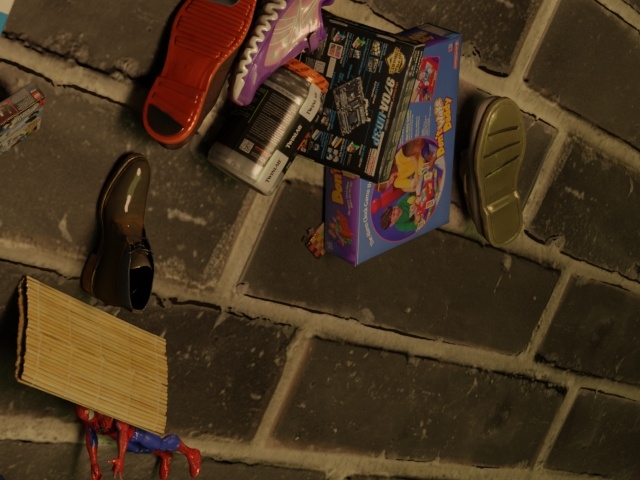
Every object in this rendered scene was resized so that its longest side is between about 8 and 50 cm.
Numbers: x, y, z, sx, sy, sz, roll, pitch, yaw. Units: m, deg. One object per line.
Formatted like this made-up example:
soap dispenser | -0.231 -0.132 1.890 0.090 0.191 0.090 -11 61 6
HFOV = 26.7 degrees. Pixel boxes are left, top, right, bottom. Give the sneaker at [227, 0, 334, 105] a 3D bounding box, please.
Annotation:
sneaker | -0.049 -0.288 1.905 0.104 0.095 0.236 29 79 -14

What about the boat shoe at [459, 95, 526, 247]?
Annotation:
boat shoe | 0.296 -0.132 2.418 0.113 0.103 0.302 -21 129 -23

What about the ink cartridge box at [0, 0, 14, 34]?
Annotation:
ink cartridge box | -0.418 -0.348 1.446 0.171 0.168 0.233 16 100 -51

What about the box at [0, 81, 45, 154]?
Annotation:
box | -0.404 -0.132 1.667 0.137 0.027 0.094 -39 174 -26

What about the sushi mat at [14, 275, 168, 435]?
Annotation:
sushi mat | -0.319 0.170 1.926 0.316 0.019 0.151 34 47 -51

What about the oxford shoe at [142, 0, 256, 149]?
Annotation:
oxford shoe | -0.165 -0.252 1.870 0.271 0.097 0.098 -62 173 -7

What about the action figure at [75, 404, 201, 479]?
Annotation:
action figure | -0.287 0.328 2.032 0.280 0.091 0.139 48 39 -48

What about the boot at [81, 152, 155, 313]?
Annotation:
boot | -0.256 -0.005 1.880 0.082 0.106 0.219 0 112 -48

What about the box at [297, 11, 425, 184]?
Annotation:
box | 0.045 -0.214 2.030 0.051 0.175 0.220 -24 131 -64

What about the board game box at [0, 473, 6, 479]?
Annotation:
board game box | -0.438 0.472 1.936 0.060 0.194 0.194 -22 142 -37

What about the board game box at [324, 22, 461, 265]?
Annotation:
board game box | 0.118 -0.159 2.217 0.233 0.078 0.347 -24 127 -38

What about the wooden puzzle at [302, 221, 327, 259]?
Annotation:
wooden puzzle | 0.000 0.000 2.247 0.049 0.006 0.083 -52 140 -11

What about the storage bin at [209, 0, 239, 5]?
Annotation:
storage bin | -0.132 -0.398 1.801 0.091 0.098 0.135 -55 155 -46

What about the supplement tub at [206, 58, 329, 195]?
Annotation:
supplement tub | -0.074 -0.171 1.974 0.190 0.117 0.117 -59 141 -3
